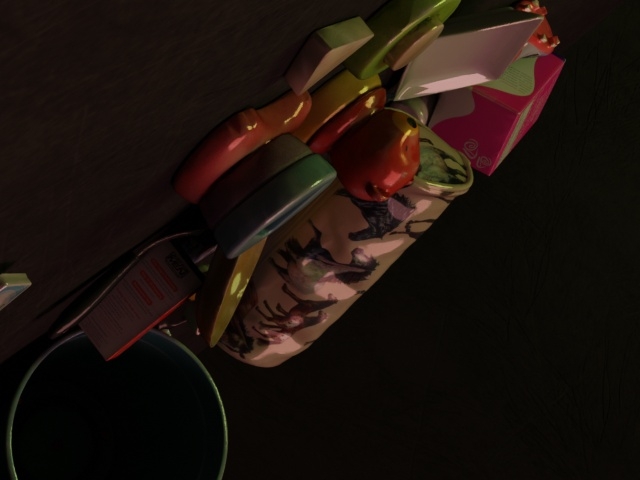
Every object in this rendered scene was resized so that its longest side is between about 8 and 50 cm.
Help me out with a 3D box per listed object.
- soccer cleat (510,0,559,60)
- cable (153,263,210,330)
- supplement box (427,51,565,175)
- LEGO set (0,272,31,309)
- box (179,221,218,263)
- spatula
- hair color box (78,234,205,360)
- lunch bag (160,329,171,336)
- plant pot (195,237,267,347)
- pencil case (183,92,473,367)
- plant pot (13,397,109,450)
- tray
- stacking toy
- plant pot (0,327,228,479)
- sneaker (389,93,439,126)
[{"bbox_3d":[0.252,-0.272,1.694,0.095,0.083,0.248,-23,-176,29],"label":"soccer cleat"},{"bbox_3d":[-0.248,0.098,1.738,0.287,0.072,0.139,-19,-178,-40],"label":"cable"},{"bbox_3d":[0.246,-0.200,1.752,0.220,0.111,0.114,-44,160,-53],"label":"supplement box"},{"bbox_3d":[-0.335,0.116,0.929,0.244,0.060,0.182,-38,172,7],"label":"LEGO set"},{"bbox_3d":[-0.121,-0.015,1.553,0.137,0.027,0.094,-36,177,-37],"label":"box"},{"bbox_3d":[-0.174,0.010,1.335,0.296,0.030,0.084,-37,178,-17],"label":"spatula"},{"bbox_3d":[-0.203,0.064,1.402,0.141,0.072,0.043,-38,177,5],"label":"hair color box"},{"bbox_3d":[-0.254,0.147,1.823,0.053,0.083,0.071,-15,-171,30],"label":"lunch bag"},{"bbox_3d":[-0.092,0.008,1.428,0.236,0.032,0.236,22,90,-88],"label":"plant pot"},{"bbox_3d":[0.000,0.000,1.609,0.183,0.160,0.410,22,126,-35],"label":"pencil case"},{"bbox_3d":[-0.370,0.334,1.813,0.235,0.267,0.267,-27,-177,35],"label":"plant pot"},{"bbox_3d":[0.164,-0.222,1.474,0.145,0.030,0.270,-13,173,-5],"label":"tray"},{"bbox_3d":[0.032,-0.103,1.179,0.309,0.130,0.279,-35,175,-46],"label":"stacking toy"},{"bbox_3d":[-0.293,0.251,1.538,0.271,0.272,0.255,-36,-171,-32],"label":"plant pot"},{"bbox_3d":[0.122,-0.163,1.786,0.094,0.080,0.212,-49,-179,-29],"label":"sneaker"}]
